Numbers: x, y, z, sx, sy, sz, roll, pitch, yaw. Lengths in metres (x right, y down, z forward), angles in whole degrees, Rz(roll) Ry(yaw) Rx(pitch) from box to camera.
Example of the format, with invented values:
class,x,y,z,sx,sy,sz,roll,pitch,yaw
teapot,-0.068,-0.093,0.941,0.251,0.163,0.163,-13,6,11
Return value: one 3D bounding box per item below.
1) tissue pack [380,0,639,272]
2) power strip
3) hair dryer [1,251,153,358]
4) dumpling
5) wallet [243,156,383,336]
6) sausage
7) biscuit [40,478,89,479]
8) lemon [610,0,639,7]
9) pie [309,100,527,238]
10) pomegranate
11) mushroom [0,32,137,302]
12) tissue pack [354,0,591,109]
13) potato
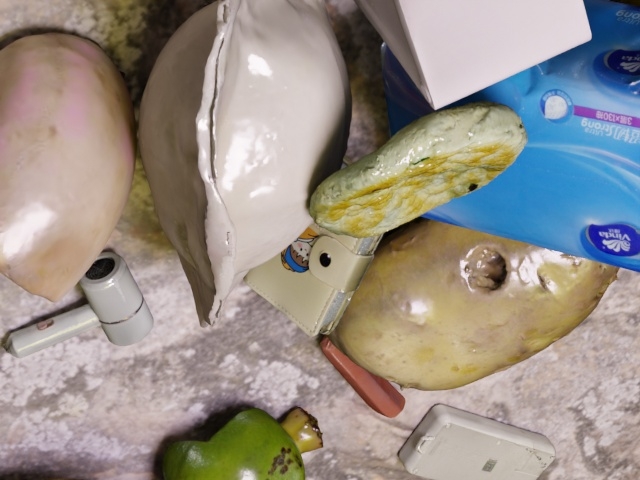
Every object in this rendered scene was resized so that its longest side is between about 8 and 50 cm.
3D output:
class,x,y,z,sx,sy,sz,roll,pitch,yaw
tissue pack,0.199,-0.101,1.510,0.146,0.263,0.198,-53,147,-40
power strip,0.173,0.233,1.920,0.192,0.035,0.081,19,115,-35
hair dryer,-0.228,0.070,1.602,0.137,0.047,0.082,-22,131,1
dumpling,-0.072,-0.069,1.424,0.181,0.260,0.341,29,125,-10
wallet,0.000,0.000,1.616,0.039,0.110,0.155,-13,136,-51
sausage,0.042,0.134,1.782,0.030,0.035,0.147,-57,133,-20
biscuit,-0.251,0.337,1.727,0.296,0.102,0.296,-4,134,-4
lemon,0.356,-0.225,1.545,0.204,0.204,0.260,-22,118,-8
pie,0.078,-0.055,1.404,0.186,0.041,0.187,-22,166,-6
pomegranate,-0.067,0.239,1.751,0.169,0.122,0.143,-15,127,-13
mushroom,-0.218,-0.071,1.410,0.162,0.173,0.236,-39,131,4
tissue pack,0.086,-0.242,1.373,0.136,0.246,0.159,-27,133,-4
potato,0.146,0.044,1.663,0.296,0.141,0.191,-21,136,25
